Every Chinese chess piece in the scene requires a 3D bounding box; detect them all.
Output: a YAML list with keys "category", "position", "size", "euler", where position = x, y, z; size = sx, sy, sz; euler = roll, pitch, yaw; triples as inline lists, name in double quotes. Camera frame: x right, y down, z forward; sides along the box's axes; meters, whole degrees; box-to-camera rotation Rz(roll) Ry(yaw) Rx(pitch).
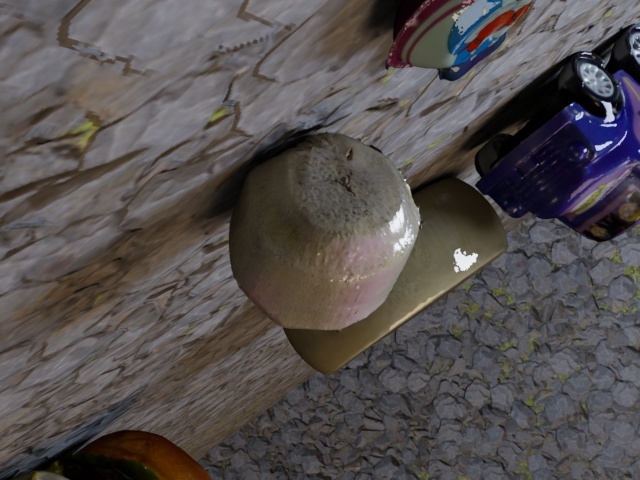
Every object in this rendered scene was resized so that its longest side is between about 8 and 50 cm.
- category: "Chinese chess piece"
  position: [0.079, 0.040, 1.068]
  size: [0.273, 0.102, 0.273]
  euler: [-35, 173, -5]

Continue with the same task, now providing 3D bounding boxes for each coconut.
- category: "coconut"
  position: [0.000, 0.000, 0.578]
  size: [0.110, 0.110, 0.124]
  euler: [-30, 162, -30]

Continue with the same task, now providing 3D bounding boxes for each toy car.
- category: "toy car"
  position: [0.274, -0.087, 0.946]
  size: [0.235, 0.158, 0.172]
  euler: [-29, 168, -38]

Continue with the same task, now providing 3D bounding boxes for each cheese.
- category: "cheese"
  position: [0.072, -0.110, 0.475]
  size: [0.095, 0.038, 0.145]
  euler: [-36, 170, 6]

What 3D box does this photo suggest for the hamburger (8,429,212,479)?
- category: "hamburger"
  position: [-0.235, 0.346, 1.003]
  size: [0.291, 0.291, 0.225]
  euler: [-42, 168, 37]
